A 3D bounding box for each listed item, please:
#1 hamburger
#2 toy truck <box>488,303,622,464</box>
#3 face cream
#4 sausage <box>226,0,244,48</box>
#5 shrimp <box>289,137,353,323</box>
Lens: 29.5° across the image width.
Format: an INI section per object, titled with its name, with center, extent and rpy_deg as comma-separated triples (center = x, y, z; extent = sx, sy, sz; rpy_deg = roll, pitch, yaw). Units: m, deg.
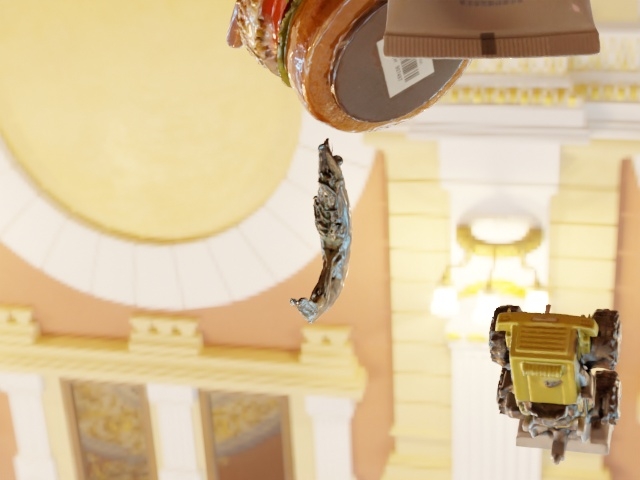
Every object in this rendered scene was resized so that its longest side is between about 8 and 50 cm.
[hamburger]
center = 0.052, -0.333, 1.725
extent = 0.330, 0.330, 0.250
rpy_deg = -16, -130, -26
[toy truck]
center = 0.247, 0.159, 1.279
extent = 0.136, 0.286, 0.111
rpy_deg = 3, -124, 19
[face cream]
center = 0.188, -0.393, 1.391
extent = 0.235, 0.137, 0.420
rpy_deg = 0, -113, 2
[sausage]
center = -0.153, -0.419, 2.342
extent = 0.041, 0.131, 0.039
rpy_deg = 39, -125, 11
[shrimp]
center = 0.000, 0.000, 1.726
extent = 0.051, 0.262, 0.198
rpy_deg = 8, -146, 16
